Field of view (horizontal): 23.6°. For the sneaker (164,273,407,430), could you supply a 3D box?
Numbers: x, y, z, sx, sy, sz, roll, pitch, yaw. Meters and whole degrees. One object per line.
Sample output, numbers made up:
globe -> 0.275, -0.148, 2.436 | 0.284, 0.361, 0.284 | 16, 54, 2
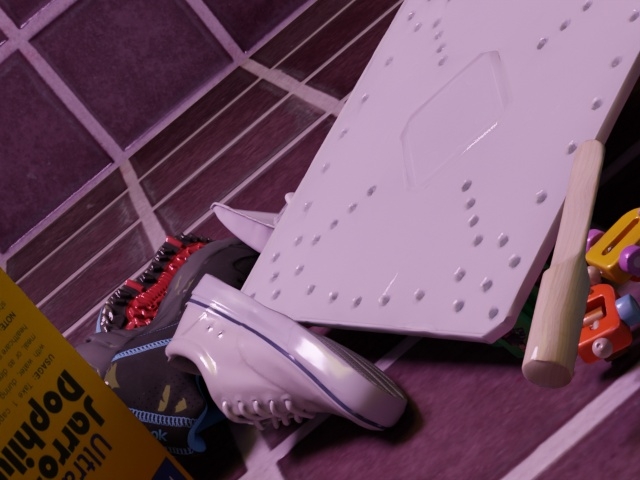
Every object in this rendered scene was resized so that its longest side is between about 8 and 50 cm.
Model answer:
sneaker -> -0.031, 0.107, 1.185 | 0.258, 0.094, 0.091 | 24, 85, 54

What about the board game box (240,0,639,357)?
board game box -> 0.124, -0.086, 1.250 | 0.390, 0.050, 0.390 | 0, 58, 59

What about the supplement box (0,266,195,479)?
supplement box -> -0.299, 0.162, 1.190 | 0.194, 0.356, 0.195 | -28, 19, 38

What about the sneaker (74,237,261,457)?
sneaker -> -0.097, 0.105, 1.400 | 0.139, 0.125, 0.341 | 11, 29, 22

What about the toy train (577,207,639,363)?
toy train -> 0.223, 0.019, 0.969 | 0.166, 0.046, 0.125 | -33, 27, 17

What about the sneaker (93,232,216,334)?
sneaker -> -0.166, 0.082, 1.588 | 0.262, 0.104, 0.125 | -35, -19, -55

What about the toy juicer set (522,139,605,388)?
toy juicer set -> 0.230, 0.038, 0.833 | 0.329, 0.089, 0.209 | 1, 55, 56

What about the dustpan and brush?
dustpan and brush -> 0.000, 0.000, 1.466 | 0.211, 0.147, 0.060 | 51, 128, 49
